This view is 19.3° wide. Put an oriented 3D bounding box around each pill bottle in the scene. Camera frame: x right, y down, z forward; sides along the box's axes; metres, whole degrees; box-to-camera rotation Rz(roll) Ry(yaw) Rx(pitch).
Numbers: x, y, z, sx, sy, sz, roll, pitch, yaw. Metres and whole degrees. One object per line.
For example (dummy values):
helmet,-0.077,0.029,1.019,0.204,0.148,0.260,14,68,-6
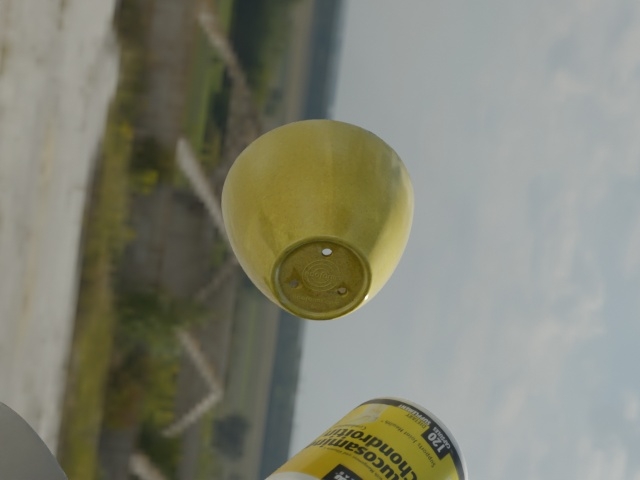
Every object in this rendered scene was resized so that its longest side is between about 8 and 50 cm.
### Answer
pill bottle,0.012,0.185,1.246,0.184,0.103,0.103,-34,140,-49

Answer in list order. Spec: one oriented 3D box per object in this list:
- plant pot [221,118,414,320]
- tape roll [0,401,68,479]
plant pot,0.000,0.000,1.264,0.095,0.134,0.134,-94,-170,-57
tape roll,-0.255,0.235,1.450,0.219,0.072,0.219,30,-48,41
